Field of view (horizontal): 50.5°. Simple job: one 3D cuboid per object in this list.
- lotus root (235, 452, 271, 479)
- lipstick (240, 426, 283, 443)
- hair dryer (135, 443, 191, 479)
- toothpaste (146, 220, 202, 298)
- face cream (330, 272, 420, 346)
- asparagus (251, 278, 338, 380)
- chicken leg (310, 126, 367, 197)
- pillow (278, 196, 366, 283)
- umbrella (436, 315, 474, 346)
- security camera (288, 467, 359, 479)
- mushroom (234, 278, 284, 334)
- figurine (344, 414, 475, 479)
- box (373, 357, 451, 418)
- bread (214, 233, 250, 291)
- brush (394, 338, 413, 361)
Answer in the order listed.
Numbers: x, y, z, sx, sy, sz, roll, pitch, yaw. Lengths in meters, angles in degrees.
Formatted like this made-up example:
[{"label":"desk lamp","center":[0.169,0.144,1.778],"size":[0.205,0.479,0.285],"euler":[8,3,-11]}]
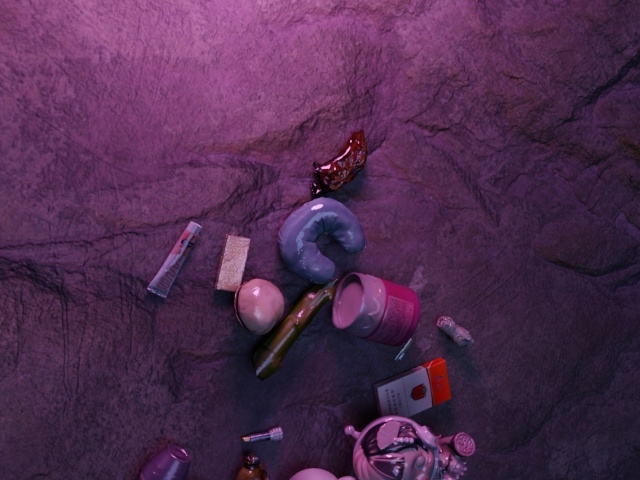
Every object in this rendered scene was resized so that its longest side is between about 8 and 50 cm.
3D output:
[{"label":"lotus root","center":[-0.185,0.679,1.874],"size":[0.113,0.088,0.192],"euler":[-16,106,-46]},{"label":"lipstick","center":[-0.163,0.548,1.891],"size":[0.116,0.037,0.037],"euler":[-7,102,-19]},{"label":"hair dryer","center":[-0.354,0.721,1.807],"size":[0.361,0.121,0.301],"euler":[31,94,-30]},{"label":"toothpaste","center":[-0.365,0.047,1.717],"size":[0.056,0.036,0.205],"euler":[30,90,-27]},{"label":"face cream","center":[0.152,0.192,1.893],"size":[0.195,0.175,0.175],"euler":[18,91,-27]},{"label":"asparagus","center":[-0.073,0.230,1.852],"size":[0.082,0.085,0.343],"euler":[41,75,-12]},{"label":"chicken leg","center":[0.056,-0.205,1.846],"size":[0.234,0.063,0.105],"euler":[-39,117,-15]},{"label":"pillow","center":[0.000,0.000,1.834],"size":[0.233,0.086,0.214],"euler":[-45,104,-12]},{"label":"umbrella","center":[0.417,0.282,2.090],"size":[0.143,0.067,0.062],"euler":[38,53,-18]},{"label":"security camera","center":[0.002,0.740,1.916],"size":[0.236,0.194,0.194],"euler":[28,87,-22]},{"label":"mushroom","center":[-0.165,0.176,1.786],"size":[0.154,0.122,0.154],"euler":[34,49,-49]},{"label":"figurine","center":[0.250,0.641,1.975],"size":[0.361,0.211,0.253],"euler":[18,88,-33]},{"label":"box","center":[0.283,0.462,2.075],"size":[0.245,0.035,0.139],"euler":[-16,105,-20]},{"label":"bread","center":[-0.231,0.060,1.781],"size":[0.068,0.028,0.153],"euler":[10,94,-25]},{"label":"brush","center":[0.255,0.332,2.052],"size":[0.016,0.013,0.083],"euler":[43,79,-22]}]
